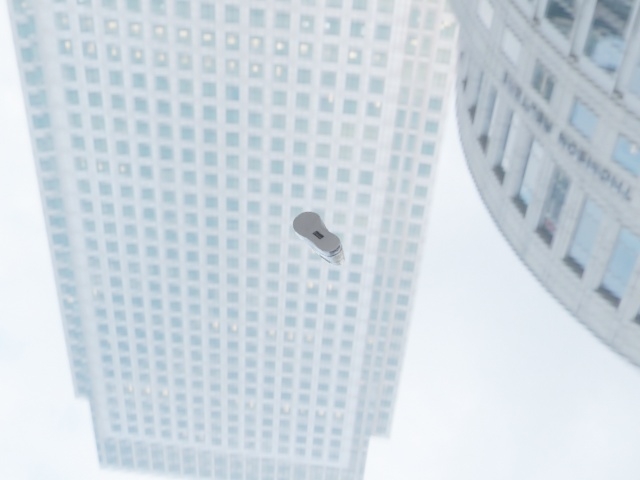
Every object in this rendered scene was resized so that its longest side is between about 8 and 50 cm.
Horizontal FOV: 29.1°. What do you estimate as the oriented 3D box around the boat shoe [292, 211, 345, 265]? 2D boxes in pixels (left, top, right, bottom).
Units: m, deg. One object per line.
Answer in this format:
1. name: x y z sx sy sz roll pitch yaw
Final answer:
1. boat shoe: 0.000 0.000 1.432 0.035 0.035 0.100 -34 -143 -13
